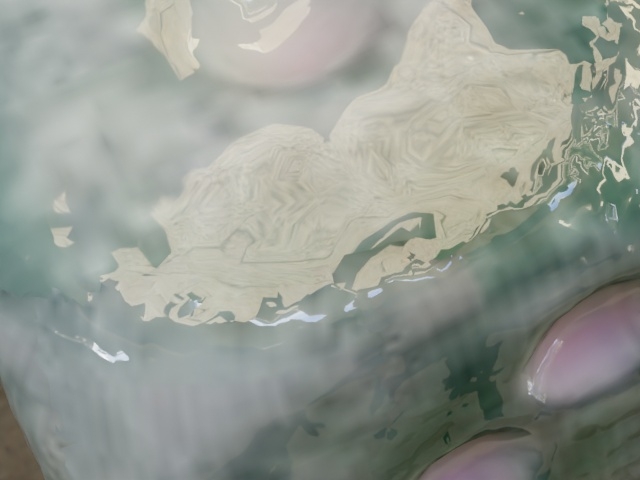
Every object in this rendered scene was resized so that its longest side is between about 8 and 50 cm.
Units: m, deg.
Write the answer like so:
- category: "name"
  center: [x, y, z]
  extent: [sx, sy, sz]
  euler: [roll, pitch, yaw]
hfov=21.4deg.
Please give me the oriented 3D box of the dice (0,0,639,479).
- category: "dice"
  center: [0.000, 0.000, 0.853]
  extent: [0.328, 0.330, 0.348]
  euler: [-24, 146, -6]
